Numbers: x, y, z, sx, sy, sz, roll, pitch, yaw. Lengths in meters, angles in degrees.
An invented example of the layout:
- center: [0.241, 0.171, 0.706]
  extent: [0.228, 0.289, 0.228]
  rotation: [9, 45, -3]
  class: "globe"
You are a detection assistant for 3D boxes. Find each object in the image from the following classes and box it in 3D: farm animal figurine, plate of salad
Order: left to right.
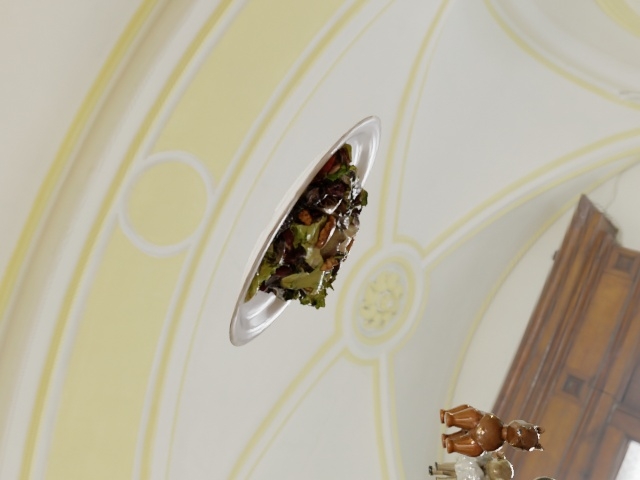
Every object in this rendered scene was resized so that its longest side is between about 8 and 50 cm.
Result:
- center: [0.000, 0.000, 0.481]
  extent: [0.199, 0.048, 0.200]
  rotation: [-54, -12, -16]
  class: "plate of salad"
- center: [0.243, 0.377, 0.782]
  extent: [0.326, 0.172, 0.330]
  rotation: [86, -177, -53]
  class: "farm animal figurine"
